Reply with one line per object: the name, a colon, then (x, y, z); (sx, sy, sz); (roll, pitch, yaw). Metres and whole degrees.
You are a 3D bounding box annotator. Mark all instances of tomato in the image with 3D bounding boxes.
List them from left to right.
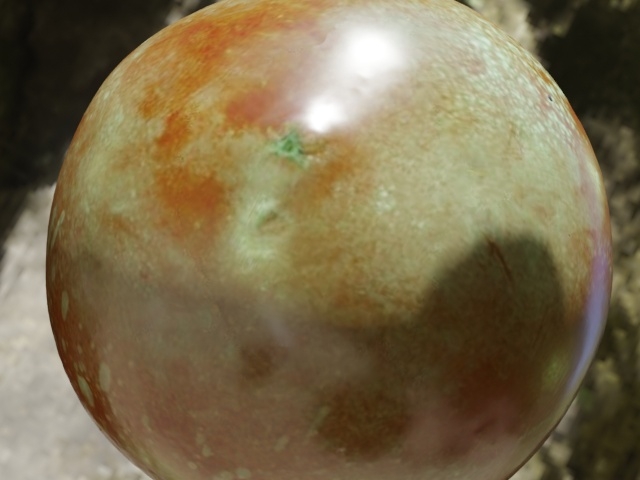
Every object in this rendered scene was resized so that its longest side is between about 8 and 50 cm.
tomato: (0.000, 0.000, 0.921); (0.270, 0.270, 0.222); (21, -13, 19)
